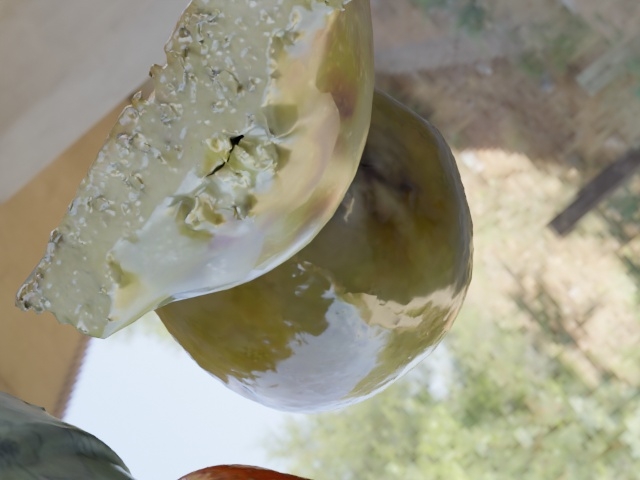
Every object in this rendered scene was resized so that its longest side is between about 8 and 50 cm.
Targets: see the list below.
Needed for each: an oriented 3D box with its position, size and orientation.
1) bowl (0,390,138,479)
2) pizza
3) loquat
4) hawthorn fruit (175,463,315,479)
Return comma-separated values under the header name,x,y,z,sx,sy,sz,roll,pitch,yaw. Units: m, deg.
name,x,y,z,sx,sy,sz,roll,pitch,yaw
bowl,-0.128,0.229,0.653,0.163,0.307,0.307,17,175,20
pizza,-0.013,-0.058,0.564,0.080,0.188,0.204,34,-157,-6
loquat,0.000,0.000,1.225,0.276,0.276,0.284,50,161,3
hawthorn fruit,-0.061,0.214,0.987,0.194,0.157,0.157,21,-169,-8
